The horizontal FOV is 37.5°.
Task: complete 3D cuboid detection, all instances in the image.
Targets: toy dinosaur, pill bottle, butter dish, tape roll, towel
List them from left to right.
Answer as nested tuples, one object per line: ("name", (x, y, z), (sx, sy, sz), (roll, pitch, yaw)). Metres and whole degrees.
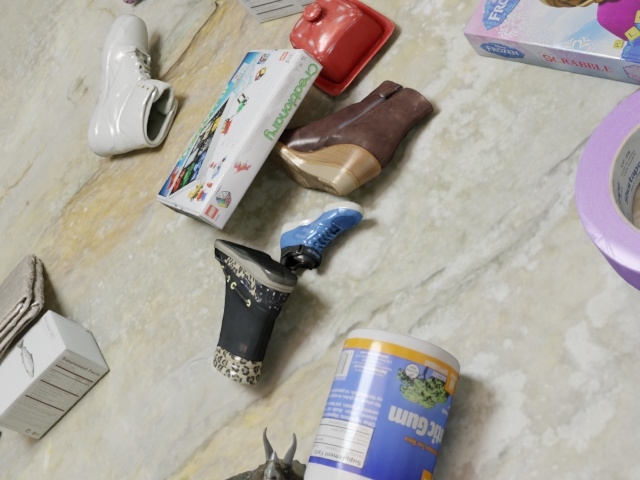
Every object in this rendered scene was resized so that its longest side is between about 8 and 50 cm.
("towel", (-0.563, 0.133, 1.685), (0.187, 0.049, 0.282), (-48, 22, 2))
("toy dinosaur", (-0.096, 0.370, 1.259), (0.313, 0.121, 0.160), (-36, 37, 52))
("butter dish", (0.013, -0.347, 1.559), (0.160, 0.118, 0.160), (-49, 49, 2))
("pill bottle", (0.068, 0.258, 1.164), (0.152, 0.152, 0.271), (4, 69, 37))
("tape roll", (0.449, -0.064, 1.117), (0.275, 0.090, 0.274), (-16, 58, 27))

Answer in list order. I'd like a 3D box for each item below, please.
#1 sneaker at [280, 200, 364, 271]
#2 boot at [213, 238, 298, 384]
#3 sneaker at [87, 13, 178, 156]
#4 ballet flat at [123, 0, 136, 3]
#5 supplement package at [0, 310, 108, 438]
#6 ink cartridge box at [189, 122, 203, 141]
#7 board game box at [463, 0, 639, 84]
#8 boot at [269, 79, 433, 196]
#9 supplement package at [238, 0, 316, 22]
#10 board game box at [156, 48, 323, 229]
("sneaker", (0.001, 0.000, 1.414), (0.152, 0.058, 0.084), (-18, 50, 31))
("boot", (-0.127, 0.101, 1.429), (0.236, 0.085, 0.178), (27, 100, 61))
("sneaker", (-0.335, -0.303, 1.796), (0.169, 0.108, 0.292), (-2, 74, 33))
("ballet flat", (-0.335, -0.584, 1.973), (0.079, 0.077, 0.221), (30, 84, 22))
("supplement package", (-0.466, 0.227, 1.587), (0.179, 0.105, 0.105), (-45, 47, 6))
("ink cartridge box", (-0.148, -0.198, 1.655), (0.145, 0.045, 0.179), (-52, 30, 0))
("board game box", (0.410, -0.386, 1.336), (0.318, 0.066, 0.318), (21, 79, 41))
("boot", (0.037, -0.175, 1.492), (0.207, 0.090, 0.248), (-45, 42, -13))
("supplement package", (-0.050, -0.559, 1.702), (0.204, 0.145, 0.261), (-7, 62, 32))
("board game box", (-0.136, -0.171, 1.519), (0.305, 0.053, 0.193), (-59, 30, -7))
